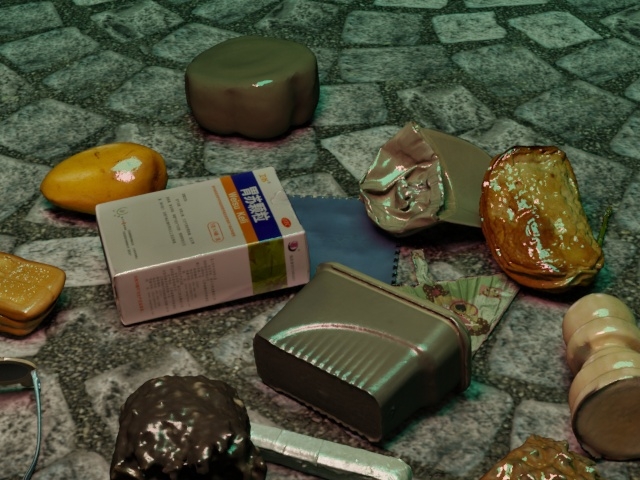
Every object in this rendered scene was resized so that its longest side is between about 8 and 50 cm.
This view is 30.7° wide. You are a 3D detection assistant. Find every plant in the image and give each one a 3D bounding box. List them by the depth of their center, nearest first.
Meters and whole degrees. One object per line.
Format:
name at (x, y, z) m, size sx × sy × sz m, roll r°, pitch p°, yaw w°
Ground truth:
plant at (-0.164, 0.279, 1.388) m, size 0.204 × 0.178 × 0.234 m, roll -1°, pitch 29°, yaw -1°

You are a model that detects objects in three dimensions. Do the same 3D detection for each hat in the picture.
hat at (0.195, -0.069, 1.958) m, size 0.245 × 0.149 × 0.214 m, roll 27°, pitch 41°, yaw -35°

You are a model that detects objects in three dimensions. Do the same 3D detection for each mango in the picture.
mango at (-0.370, -0.103, 1.995) m, size 0.219 × 0.112 × 0.145 m, roll -5°, pitch 39°, yaw 2°

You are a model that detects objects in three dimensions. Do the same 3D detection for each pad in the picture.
pad at (0.000, 0.000, 1.925) m, size 0.270 × 0.012 × 0.269 m, roll 5°, pitch 35°, yaw 7°

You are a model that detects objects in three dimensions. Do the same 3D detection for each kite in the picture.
kite at (0.183, 0.093, 1.781) m, size 0.323 × 0.013 × 0.267 m, roll -6°, pitch 38°, yaw -15°

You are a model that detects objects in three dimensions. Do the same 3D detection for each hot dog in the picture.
hot dog at (0.349, -0.021, 1.849) m, size 0.175 × 0.114 × 0.259 m, roll -1°, pitch 59°, yaw -18°

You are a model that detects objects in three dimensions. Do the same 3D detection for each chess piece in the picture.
chess piece at (0.391, 0.165, 1.586) m, size 0.143 × 0.142 × 0.261 m, roll -1°, pitch 31°, yaw 1°

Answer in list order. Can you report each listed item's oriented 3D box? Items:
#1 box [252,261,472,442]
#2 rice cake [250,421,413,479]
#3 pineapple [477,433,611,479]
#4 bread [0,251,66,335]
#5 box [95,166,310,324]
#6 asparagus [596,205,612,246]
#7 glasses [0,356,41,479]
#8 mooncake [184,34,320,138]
box at (0.055, 0.158, 1.607) m, size 0.274 × 0.138 × 0.178 m, roll 23°, pitch 47°, yaw 34°
rice cake at (-0.001, 0.280, 1.498) m, size 0.245 × 0.042 × 0.045 m, roll 12°, pitch 48°, yaw 19°
pineapple at (0.302, 0.379, 1.239) m, size 0.202 × 0.202 × 0.362 m, roll -25°, pitch 52°, yaw -31°
bread at (-0.489, 0.077, 1.771) m, size 0.200 × 0.077 × 0.116 m, roll 14°, pitch 36°, yaw 17°
box at (-0.187, 0.004, 1.824) m, size 0.299 × 0.106 × 0.200 m, roll -14°, pitch 37°, yaw -10°
asparagus at (0.465, -0.012, 1.928) m, size 0.016 × 0.013 × 0.166 m, roll -31°, pitch 17°, yaw 35°
glasses at (-0.455, 0.241, 1.526) m, size 0.190 × 0.088 × 0.220 m, roll -11°, pitch 36°, yaw -14°
mooncake at (-0.131, -0.295, 2.247) m, size 0.275 × 0.135 × 0.275 m, roll -3°, pitch 32°, yaw 2°
